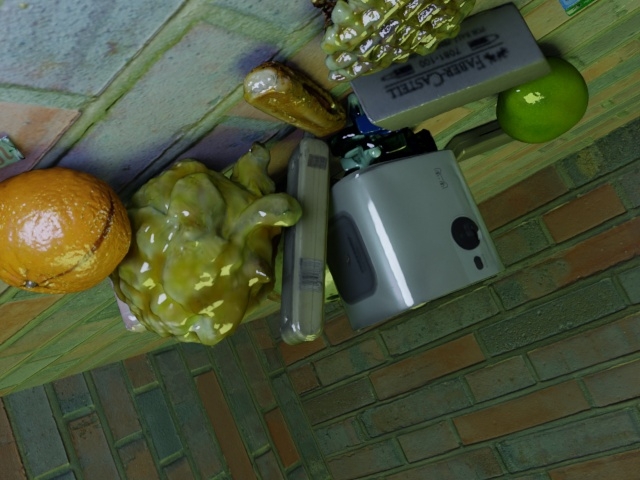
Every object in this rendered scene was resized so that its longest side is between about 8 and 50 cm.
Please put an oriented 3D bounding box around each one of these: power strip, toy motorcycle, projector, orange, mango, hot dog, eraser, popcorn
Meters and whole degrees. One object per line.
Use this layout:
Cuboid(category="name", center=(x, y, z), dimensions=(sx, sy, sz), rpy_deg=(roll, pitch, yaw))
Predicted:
Cuboid(category="power strip", center=(-0.023, -0.019, 0.987), dimensions=(0.066, 0.387, 0.092), rpy_deg=(8, 162, -20))
Cuboid(category="toy motorcycle", center=(0.126, -0.174, 1.118), dimensions=(0.196, 0.125, 0.331), rpy_deg=(-22, 166, 8))
Cuboid(category="projector", center=(0.149, 0.002, 1.071), dimensions=(0.249, 0.249, 0.248), rpy_deg=(-16, 169, -27))
Cuboid(category="orange", center=(-0.358, -0.008, 0.786), dimensions=(0.194, 0.161, 0.193), rpy_deg=(-5, 154, -2))
Cuboid(category="mango", center=(0.466, -0.300, 1.246), dimensions=(0.192, 0.156, 0.343), rpy_deg=(-39, 160, 26))
Cuboid(category="hot dog", center=(-0.028, -0.205, 0.859), dimensions=(0.083, 0.068, 0.289), rpy_deg=(-3, -179, 18))
Cuboid(category="eraser", center=(0.207, -0.273, 0.915), dimensions=(0.353, 0.111, 0.077), rpy_deg=(-22, 167, -11))
Cuboid(category="popcorn", center=(-0.199, 0.008, 0.960), dimensions=(0.279, 0.335, 0.274), rpy_deg=(-5, -159, -31))

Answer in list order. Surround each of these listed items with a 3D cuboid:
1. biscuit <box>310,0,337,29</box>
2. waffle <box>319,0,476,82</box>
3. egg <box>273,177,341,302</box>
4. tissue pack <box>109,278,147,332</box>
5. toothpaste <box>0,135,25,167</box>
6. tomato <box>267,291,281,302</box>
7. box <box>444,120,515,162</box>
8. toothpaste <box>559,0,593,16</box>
Cuboid(category="biscuit", center=(0.061, -0.298, 0.696), dimensions=(0.237, 0.026, 0.131), rpy_deg=(-18, 167, -34))
Cuboid(category="waffle", center=(0.102, -0.268, 0.709), dimensions=(0.224, 0.054, 0.204), rpy_deg=(-23, 170, -12))
Cuboid(category="egg", center=(0.000, 0.000, 1.320), dimensions=(0.288, 0.287, 0.379), rpy_deg=(-29, 172, 23))
Cuboid(category="tissue pack", center=(-0.279, 0.045, 1.166), dimensions=(0.271, 0.201, 0.124), rpy_deg=(-23, 164, -6))
Cuboid(category="toothpaste", center=(-0.453, -0.068, 0.672), dimensions=(0.205, 0.036, 0.056), rpy_deg=(-26, 169, -14))
Cuboid(category="tomato", center=(-0.081, 0.066, 1.663), dimensions=(0.270, 0.222, 0.270), rpy_deg=(-25, 173, -3))
Cuboid(category="box", center=(0.465, -0.284, 1.595), dimensions=(0.244, 0.055, 0.103), rpy_deg=(-22, 169, -12))
Cuboid(category="toothpaste", center=(0.462, -0.432, 0.826), dimensions=(0.267, 0.065, 0.050), rpy_deg=(-31, 171, 31))
